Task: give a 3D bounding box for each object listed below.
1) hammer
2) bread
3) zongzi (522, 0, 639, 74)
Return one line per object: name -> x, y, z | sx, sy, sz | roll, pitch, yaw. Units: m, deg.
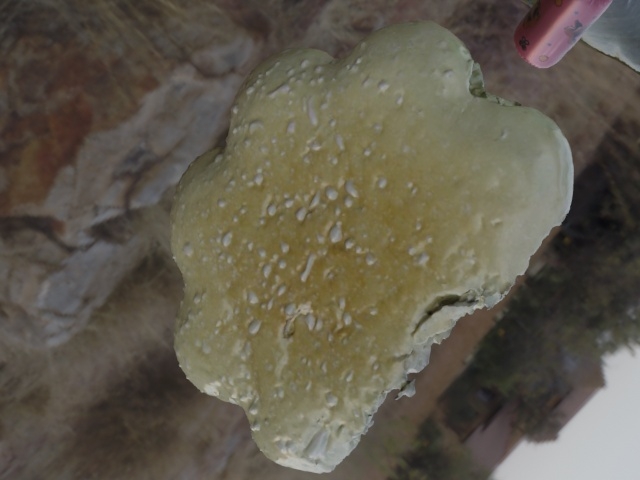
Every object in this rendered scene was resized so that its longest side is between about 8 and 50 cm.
hammer -> 0.161, -0.150, 0.650 | 0.043, 0.043, 0.083 | -40, 172, -31
bread -> 0.000, 0.000, 0.512 | 0.250, 0.182, 0.039 | -51, 165, 26
zongzi -> 0.390, -0.346, 1.263 | 0.174, 0.393, 0.356 | -48, -172, -1
